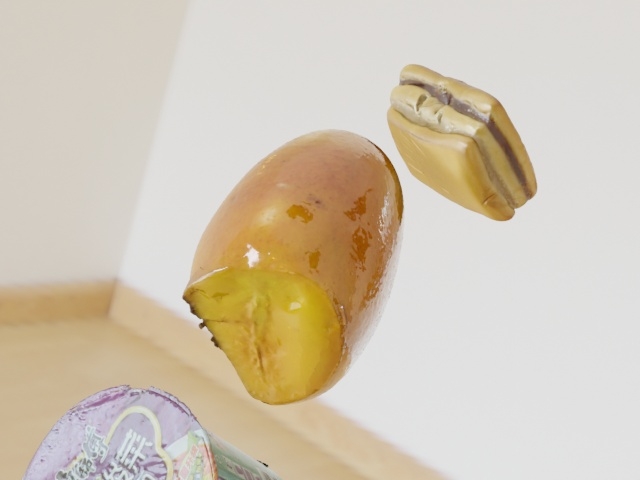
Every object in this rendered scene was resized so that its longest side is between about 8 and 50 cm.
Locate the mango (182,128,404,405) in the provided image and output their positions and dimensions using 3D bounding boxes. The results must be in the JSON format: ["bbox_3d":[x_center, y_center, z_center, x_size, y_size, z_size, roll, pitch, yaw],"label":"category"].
[{"bbox_3d":[0.000,0.000,1.434,0.138,0.187,0.257,0,37,20],"label":"mango"}]

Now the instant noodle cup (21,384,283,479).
[{"bbox_3d":[-0.145,0.284,1.769,0.251,0.251,0.190,30,0,40],"label":"instant noodle cup"}]

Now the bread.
[{"bbox_3d":[0.127,-0.094,1.748,0.116,0.077,0.200,57,-11,-27],"label":"bread"}]
